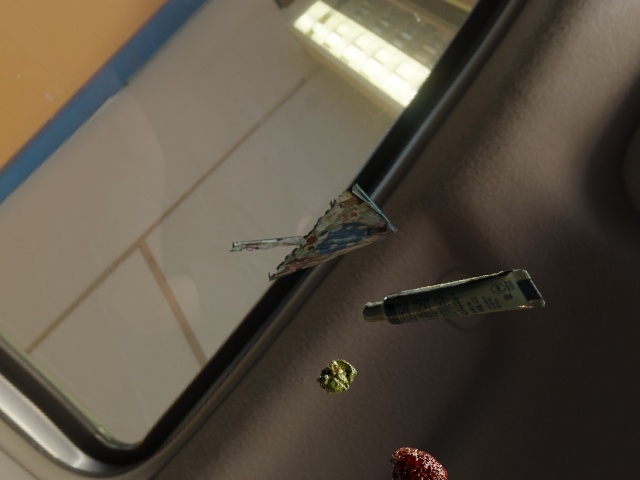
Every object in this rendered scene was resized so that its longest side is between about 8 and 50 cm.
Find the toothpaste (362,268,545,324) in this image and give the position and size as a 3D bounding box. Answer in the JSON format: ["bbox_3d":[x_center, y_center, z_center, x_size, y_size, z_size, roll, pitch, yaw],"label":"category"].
[{"bbox_3d":[0.141,0.070,0.754,0.216,0.062,0.037,-14,-140,36],"label":"toothpaste"}]

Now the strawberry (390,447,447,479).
[{"bbox_3d":[0.160,0.384,1.088,0.096,0.083,0.083,5,-117,23],"label":"strawberry"}]

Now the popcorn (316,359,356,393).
[{"bbox_3d":[0.032,0.280,1.368,0.083,0.060,0.068,-30,-166,3],"label":"popcorn"}]

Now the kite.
[{"bbox_3d":[0.000,0.001,1.247,0.406,0.368,0.014,-47,-125,52],"label":"kite"}]
